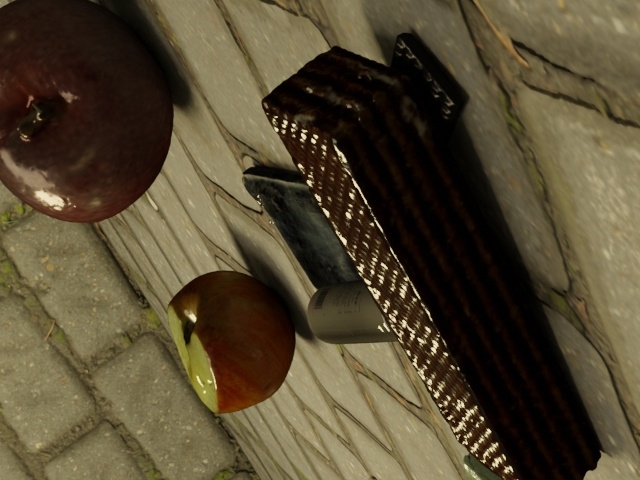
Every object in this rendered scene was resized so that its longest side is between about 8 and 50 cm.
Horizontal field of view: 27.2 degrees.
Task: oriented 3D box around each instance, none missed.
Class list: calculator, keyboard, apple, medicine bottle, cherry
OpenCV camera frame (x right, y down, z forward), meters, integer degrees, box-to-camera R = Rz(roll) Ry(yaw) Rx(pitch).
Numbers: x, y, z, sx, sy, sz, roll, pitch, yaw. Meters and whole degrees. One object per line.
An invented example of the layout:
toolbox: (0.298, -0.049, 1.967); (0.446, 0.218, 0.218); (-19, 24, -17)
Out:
calculator: (0.000, 0.000, 1.315); (0.161, 0.021, 0.261); (58, 167, -17)
keyboard: (0.063, -0.076, 0.914); (0.061, 0.013, 0.204); (52, 167, 12)
apple: (-0.116, 0.124, 1.727); (0.173, 0.160, 0.195); (57, 166, -29)
medicine bottle: (0.059, 0.060, 1.147); (0.058, 0.057, 0.199); (57, 152, -12)
cherry: (-0.281, -0.151, 1.509); (0.261, 0.221, 0.307); (64, 179, -6)

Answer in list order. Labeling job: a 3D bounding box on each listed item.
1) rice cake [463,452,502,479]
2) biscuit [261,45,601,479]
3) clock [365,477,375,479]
rice cake: (0.195, 0.259, 1.261); (0.171, 0.029, 0.033); (43, 159, 42)
biscuit: (0.088, 0.038, 0.946); (0.107, 0.073, 0.388); (34, 158, 55)
clock: (0.090, 0.394, 1.945); (0.087, 0.041, 0.129); (51, 172, -1)
